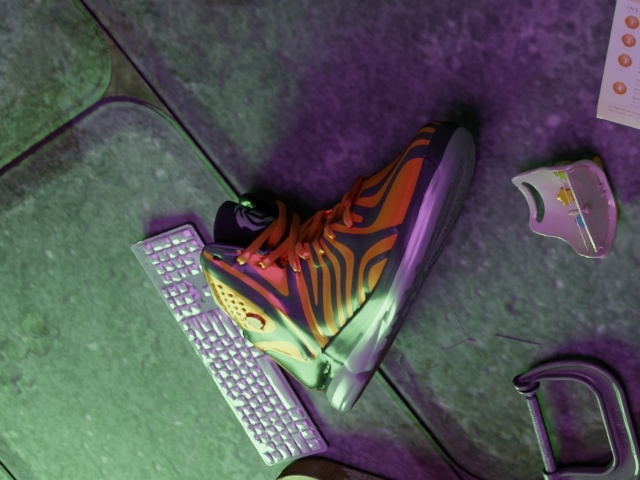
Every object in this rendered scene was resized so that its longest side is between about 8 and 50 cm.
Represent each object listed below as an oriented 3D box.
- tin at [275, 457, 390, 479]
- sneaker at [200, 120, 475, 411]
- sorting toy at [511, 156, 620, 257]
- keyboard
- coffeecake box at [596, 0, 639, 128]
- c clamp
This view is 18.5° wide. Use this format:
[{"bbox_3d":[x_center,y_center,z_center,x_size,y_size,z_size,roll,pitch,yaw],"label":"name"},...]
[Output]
[{"bbox_3d":[0.040,0.263,1.835,0.189,0.040,0.106,17,133,19],"label":"tin"},{"bbox_3d":[0.000,0.000,1.608,0.180,0.124,0.321,31,132,6],"label":"sneaker"},{"bbox_3d":[0.187,-0.031,1.536,0.075,0.045,0.083,-3,121,40],"label":"sorting toy"},{"bbox_3d":[-0.082,0.098,1.801,0.072,0.014,0.256,-16,113,37],"label":"keyboard"},{"bbox_3d":[0.281,-0.158,1.368,0.142,0.068,0.185,18,130,16],"label":"coffeecake box"},{"bbox_3d":[0.205,0.165,1.678,0.137,0.022,0.161,5,125,27],"label":"c clamp"}]
